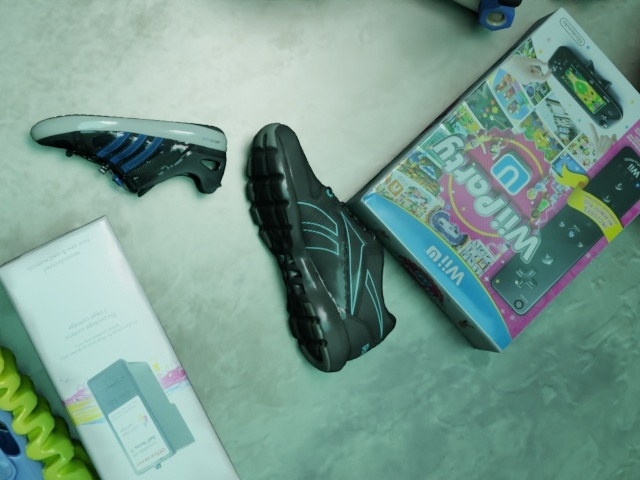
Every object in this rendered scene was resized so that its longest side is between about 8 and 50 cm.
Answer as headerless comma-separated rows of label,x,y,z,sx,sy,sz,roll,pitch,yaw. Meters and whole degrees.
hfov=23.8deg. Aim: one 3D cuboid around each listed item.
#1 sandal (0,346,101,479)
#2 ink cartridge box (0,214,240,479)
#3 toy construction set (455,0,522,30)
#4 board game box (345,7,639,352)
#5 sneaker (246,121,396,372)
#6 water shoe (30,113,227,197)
sandal,-0.347,0.165,1.491,0.138,0.126,0.317,-33,101,-3
ink cartridge box,-0.184,0.158,1.486,0.119,0.207,0.353,-27,95,-9
toy construction set,0.108,-0.379,1.556,0.237,0.257,0.309,7,79,1
board game box,0.213,-0.062,1.627,0.303,0.097,0.224,-44,96,-8
sneaker,0.000,0.000,1.595,0.106,0.101,0.267,-21,100,-23
water shoe,-0.196,-0.085,1.557,0.203,0.073,0.080,3,90,-11
